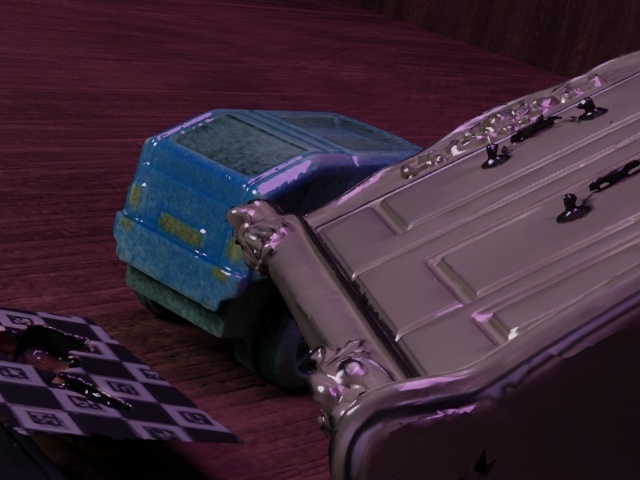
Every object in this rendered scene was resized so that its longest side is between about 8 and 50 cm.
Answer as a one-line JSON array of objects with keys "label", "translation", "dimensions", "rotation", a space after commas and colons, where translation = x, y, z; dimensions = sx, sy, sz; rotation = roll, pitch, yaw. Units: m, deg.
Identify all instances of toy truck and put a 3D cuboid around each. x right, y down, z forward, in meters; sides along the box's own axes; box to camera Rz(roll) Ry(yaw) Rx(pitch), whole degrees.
[{"label": "toy truck", "translation": [0.000, 0.000, 1.059], "dimensions": [0.155, 0.156, 0.279], "rotation": [27, 20, 38]}]

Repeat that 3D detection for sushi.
[{"label": "sushi", "translation": [-0.147, 0.083, 0.848], "dimensions": [0.139, 0.031, 0.201], "rotation": [10, 12, -37]}]

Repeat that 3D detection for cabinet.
[{"label": "cabinet", "translation": [0.144, 0.051, 0.640], "dimensions": [0.290, 0.227, 0.318], "rotation": [-26, 18, -2]}]

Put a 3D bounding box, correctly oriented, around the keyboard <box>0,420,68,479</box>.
[{"label": "keyboard", "translation": [-0.133, 0.135, 0.684], "dimensions": [0.094, 0.025, 0.230], "rotation": [6, 17, -37]}]
